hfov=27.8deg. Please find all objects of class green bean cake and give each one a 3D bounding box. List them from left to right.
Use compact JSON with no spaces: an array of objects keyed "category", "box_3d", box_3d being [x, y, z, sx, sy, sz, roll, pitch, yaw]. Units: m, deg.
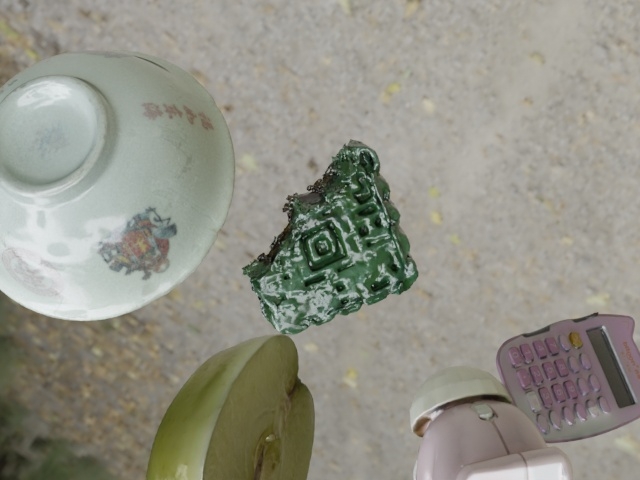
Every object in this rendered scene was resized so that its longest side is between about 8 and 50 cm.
[{"category":"green bean cake","box_3d":[0.000,0.000,1.567,0.107,0.208,0.193,-118,6,-75]}]

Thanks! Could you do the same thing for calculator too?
[{"category":"calculator","box_3d":[0.406,0.221,2.065,0.043,0.294,0.194,-49,56,57]}]

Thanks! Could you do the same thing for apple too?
[{"category":"apple","box_3d":[-0.121,0.348,2.090,0.312,0.360,0.320,32,142,-13]}]

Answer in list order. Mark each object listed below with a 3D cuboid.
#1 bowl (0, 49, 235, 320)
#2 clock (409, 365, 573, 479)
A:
[{"category":"bowl","box_3d":[-0.353,-0.115,1.847,0.435,0.435,0.196,23,169,18]},{"category":"clock","box_3d":[0.223,0.365,1.750,0.184,0.342,0.326,-3,-164,-7]}]
